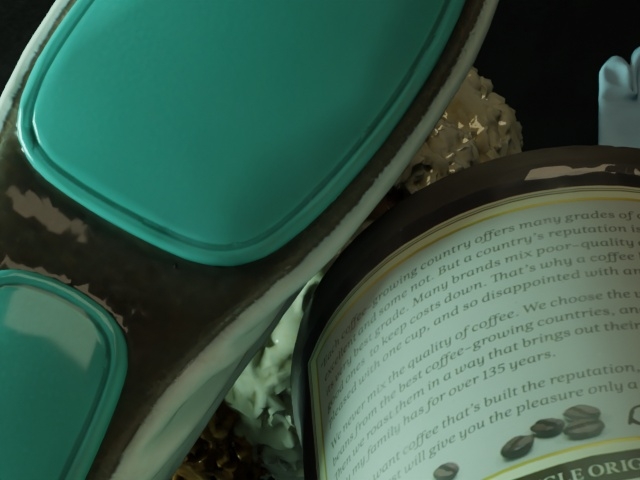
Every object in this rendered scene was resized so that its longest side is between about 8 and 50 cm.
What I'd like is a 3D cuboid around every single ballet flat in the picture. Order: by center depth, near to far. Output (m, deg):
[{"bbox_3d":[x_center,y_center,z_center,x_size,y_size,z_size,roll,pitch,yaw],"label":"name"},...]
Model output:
[{"bbox_3d":[-0.067,0.013,0.648,0.139,0.139,0.400,27,81,31],"label":"ballet flat"}]

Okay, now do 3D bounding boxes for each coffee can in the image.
[{"bbox_3d":[0.097,0.127,0.569,0.201,0.202,0.275,-1,36,-3],"label":"coffee can"}]

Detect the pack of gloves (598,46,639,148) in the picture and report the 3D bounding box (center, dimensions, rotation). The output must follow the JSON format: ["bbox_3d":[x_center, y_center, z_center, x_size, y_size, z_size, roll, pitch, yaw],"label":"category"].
[{"bbox_3d":[0.230,-0.012,0.917,0.195,0.046,0.232,15,40,-1],"label":"pack of gloves"}]

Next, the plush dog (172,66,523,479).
[{"bbox_3d":[0.000,0.000,0.783,0.262,0.210,0.225,-12,64,-14],"label":"plush dog"}]
